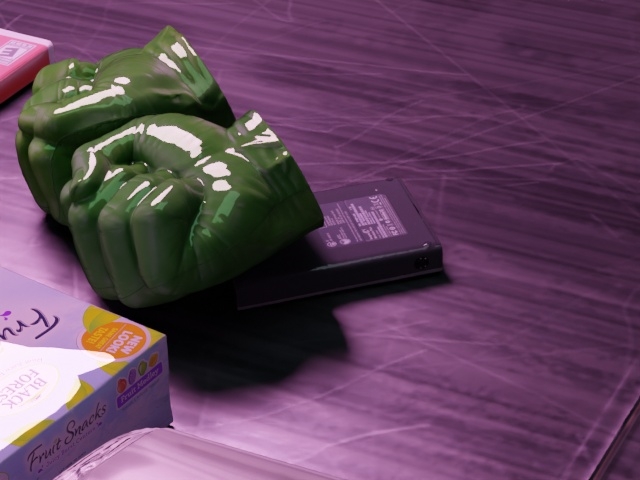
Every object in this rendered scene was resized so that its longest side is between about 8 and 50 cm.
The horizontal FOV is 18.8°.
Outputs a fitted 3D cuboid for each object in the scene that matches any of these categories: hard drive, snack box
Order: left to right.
[{"bbox_3d":[-0.216,0.086,1.085,0.207,0.070,0.174,21,39,29],"label":"snack box"},{"bbox_3d":[0.000,0.000,1.243,0.135,0.022,0.094,-10,34,-12],"label":"hard drive"}]

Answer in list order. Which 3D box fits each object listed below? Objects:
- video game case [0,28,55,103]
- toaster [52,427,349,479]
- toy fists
[{"bbox_3d":[-0.360,-0.098,1.420,0.204,0.025,0.285,16,38,26],"label":"video game case"},{"bbox_3d":[-0.077,0.183,0.877,0.146,0.129,0.227,18,40,35],"label":"toaster"},{"bbox_3d":[-0.114,-0.050,1.242,0.142,0.096,0.279,-32,36,-8],"label":"toy fists"}]
